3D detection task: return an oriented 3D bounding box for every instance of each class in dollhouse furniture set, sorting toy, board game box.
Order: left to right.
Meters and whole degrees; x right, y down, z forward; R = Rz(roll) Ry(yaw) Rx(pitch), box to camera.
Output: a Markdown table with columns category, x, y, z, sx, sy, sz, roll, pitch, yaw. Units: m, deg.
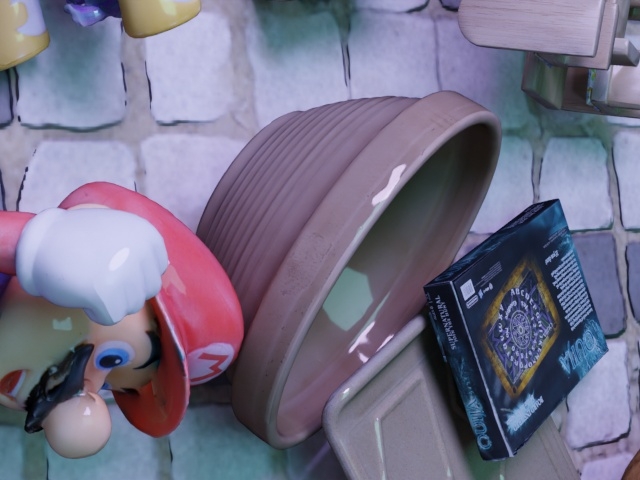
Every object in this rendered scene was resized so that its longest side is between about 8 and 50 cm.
| category | x | y | z | sx | sy | sz | roll | pitch | yaw |
| --- | --- | --- | --- | --- | --- | --- | --- | --- | --- |
| sorting toy | 0.069 | 0.174 | 0.864 | 0.307 | 0.041 | 0.229 | -37 | 109 | -47 |
| board game box | 0.141 | 0.057 | 0.922 | 0.186 | 0.026 | 0.126 | -30 | 104 | -53 |
| dollhouse furniture set | 0.154 | -0.219 | 0.928 | 0.212 | 0.161 | 0.242 | 13 | 87 | -65 |

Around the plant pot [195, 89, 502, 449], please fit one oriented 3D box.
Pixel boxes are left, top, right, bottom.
| category | x | y | z | sx | sy | sz | roll | pitch | yaw |
| --- | --- | --- | --- | --- | --- | --- | --- | --- | --- |
| plant pot | 0.000 | 0.000 | 0.800 | 0.110 | 0.237 | 0.237 | 33 | 60 | 17 |

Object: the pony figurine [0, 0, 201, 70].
| category | x | y | z | sx | sy | sz | roll | pitch | yaw |
| --- | --- | --- | --- | --- | --- | --- | --- | --- | --- |
| pony figurine | -0.196 | -0.257 | 0.661 | 0.351 | 0.303 | 0.363 | -32 | 117 | -24 |

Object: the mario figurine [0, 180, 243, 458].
| category | x | y | z | sx | sy | sz | roll | pitch | yaw |
| --- | --- | --- | --- | --- | --- | --- | --- | --- | --- |
| mario figurine | -0.183 | 0.057 | 0.626 | 0.321 | 0.198 | 0.170 | 1 | 97 | -27 |

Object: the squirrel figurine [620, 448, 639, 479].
| category | x | y | z | sx | sy | sz | roll | pitch | yaw |
| --- | --- | --- | --- | --- | --- | --- | --- | --- | --- |
| squirrel figurine | 0.352 | 0.306 | 0.925 | 0.281 | 0.370 | 0.397 | -30 | 136 | -22 |
